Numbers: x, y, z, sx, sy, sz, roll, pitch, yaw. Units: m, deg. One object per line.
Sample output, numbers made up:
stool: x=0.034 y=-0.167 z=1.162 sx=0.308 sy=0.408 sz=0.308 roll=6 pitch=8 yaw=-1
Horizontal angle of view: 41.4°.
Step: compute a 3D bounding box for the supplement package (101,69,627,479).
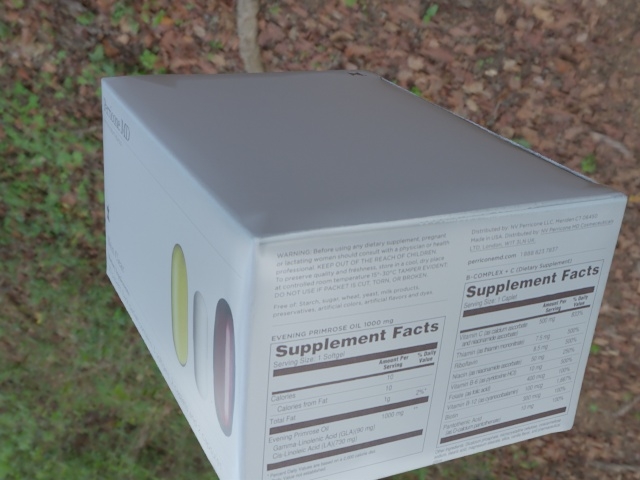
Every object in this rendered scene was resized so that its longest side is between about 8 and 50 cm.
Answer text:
supplement package: x=0.000 y=0.000 z=0.504 sx=0.262 sy=0.204 sz=0.145 roll=41 pitch=132 yaw=54
